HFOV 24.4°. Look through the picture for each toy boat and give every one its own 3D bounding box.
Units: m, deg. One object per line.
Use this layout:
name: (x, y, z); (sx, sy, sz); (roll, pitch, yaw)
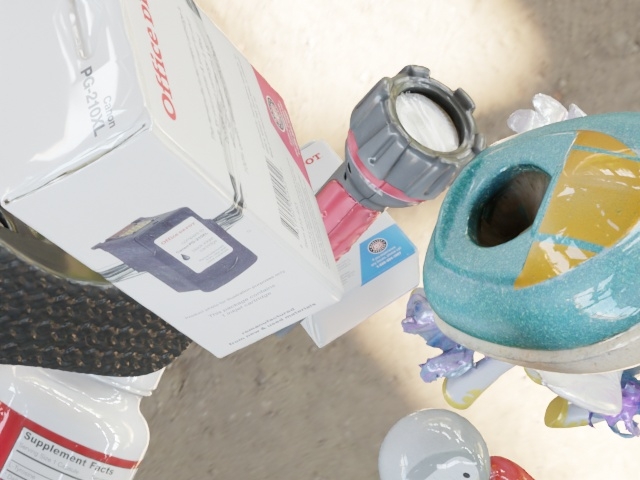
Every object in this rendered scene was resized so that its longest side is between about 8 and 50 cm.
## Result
toy boat: (0.143, 0.046, 0.954); (0.148, 0.267, 0.318); (36, 65, -31)

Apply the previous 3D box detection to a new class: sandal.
sandal: (-0.308, 0.036, 1.415); (0.167, 0.446, 0.107); (-46, 51, 19)

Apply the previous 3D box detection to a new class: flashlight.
flashlight: (0.017, -0.018, 1.233); (0.103, 0.304, 0.103); (1, 57, -34)

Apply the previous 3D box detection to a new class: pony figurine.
pony figurine: (0.255, 0.070, 1.477); (0.351, 0.363, 0.302); (29, 58, -30)

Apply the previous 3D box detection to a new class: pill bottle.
pill bottle: (-0.362, 0.296, 1.900); (0.229, 0.229, 0.407); (27, 89, -4)

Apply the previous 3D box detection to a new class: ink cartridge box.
ink cartridge box: (-0.095, -0.059, 0.884); (0.100, 0.237, 0.172); (-27, 56, 14)
ink cartridge box: (0.000, 0.000, 1.639); (0.140, 0.082, 0.190); (-31, 58, -13)
